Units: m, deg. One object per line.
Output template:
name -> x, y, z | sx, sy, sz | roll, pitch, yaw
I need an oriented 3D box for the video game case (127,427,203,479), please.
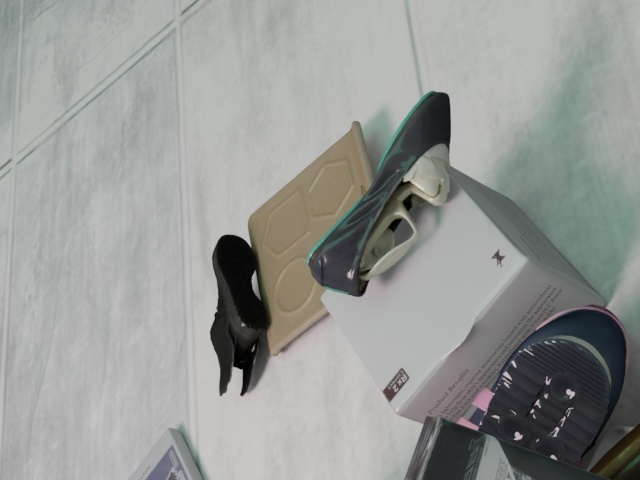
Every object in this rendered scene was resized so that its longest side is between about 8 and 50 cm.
video game case -> -0.183, 0.337, 1.517 | 0.183, 0.023, 0.201 | -53, 39, 14

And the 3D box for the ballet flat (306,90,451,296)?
ballet flat -> 0.071, -0.034, 1.212 | 0.203, 0.074, 0.074 | -54, 38, 1

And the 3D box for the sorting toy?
sorting toy -> 0.000, 0.000, 1.491 | 0.208, 0.038, 0.193 | -43, 42, 32

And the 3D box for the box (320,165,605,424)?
box -> 0.124, 0.054, 1.242 | 0.181, 0.119, 0.182 | -52, 39, 14

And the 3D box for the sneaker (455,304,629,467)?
sneaker -> 0.160, 0.183, 1.161 | 0.112, 0.131, 0.319 | 40, 124, 8

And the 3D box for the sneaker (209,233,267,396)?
sneaker -> -0.099, 0.082, 1.526 | 0.089, 0.051, 0.170 | 119, 146, -41

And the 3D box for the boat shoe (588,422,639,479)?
boat shoe -> 0.211, 0.207, 1.017 | 0.073, 0.073, 0.207 | 45, 114, 12

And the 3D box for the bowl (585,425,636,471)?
bowl -> 0.259, 0.222, 1.042 | 0.142, 0.053, 0.142 | 14, 80, 51

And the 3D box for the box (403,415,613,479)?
box -> 0.177, 0.282, 0.918 | 0.076, 0.307, 0.243 | 117, 173, -82
